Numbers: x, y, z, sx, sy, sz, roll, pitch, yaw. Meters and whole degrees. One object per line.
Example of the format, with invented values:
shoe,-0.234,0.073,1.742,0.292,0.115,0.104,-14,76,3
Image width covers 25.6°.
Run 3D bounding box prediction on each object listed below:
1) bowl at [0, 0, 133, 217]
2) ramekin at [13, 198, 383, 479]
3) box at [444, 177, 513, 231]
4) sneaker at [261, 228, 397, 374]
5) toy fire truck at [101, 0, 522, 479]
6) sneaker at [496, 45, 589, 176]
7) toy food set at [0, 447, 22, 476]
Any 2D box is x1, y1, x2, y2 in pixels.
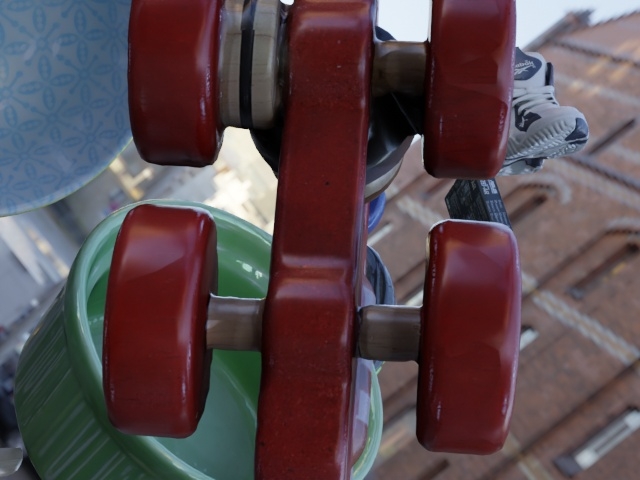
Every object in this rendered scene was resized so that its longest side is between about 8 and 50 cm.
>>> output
bowl,-0.279,-0.177,1.109,0.289,0.289,0.156,55,-9,-33
ramekin,-0.110,0.128,1.203,0.303,0.148,0.303,27,39,-24
box,0.134,-0.018,1.199,0.067,0.018,0.083,117,-37,-55
sneaker,-0.028,0.086,1.612,0.185,0.202,0.483,29,26,16
toy fire truck,0.000,0.000,0.697,0.254,0.169,0.302,90,2,-71
sneaker,0.252,-0.170,1.713,0.235,0.094,0.153,117,-34,-82
toy food set,-0.280,0.263,1.086,0.128,0.218,0.071,11,-16,-34
